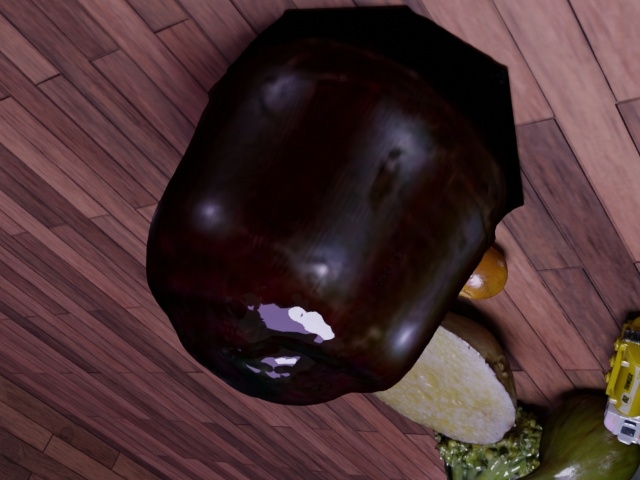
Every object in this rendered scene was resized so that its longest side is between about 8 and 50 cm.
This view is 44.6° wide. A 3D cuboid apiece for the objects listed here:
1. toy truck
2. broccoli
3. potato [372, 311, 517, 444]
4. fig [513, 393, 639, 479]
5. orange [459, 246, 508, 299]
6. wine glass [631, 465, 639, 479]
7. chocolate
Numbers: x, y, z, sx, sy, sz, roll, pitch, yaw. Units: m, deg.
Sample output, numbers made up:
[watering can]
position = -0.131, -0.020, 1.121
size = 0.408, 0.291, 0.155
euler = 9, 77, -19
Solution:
[toy truck]
position = 0.444, 0.192, 1.049
size = 0.114, 0.098, 0.227
euler = 13, 145, 21
[broccoli]
position = 0.307, 0.384, 1.288
size = 0.180, 0.273, 0.242
euler = -23, 112, 25
[potato]
position = 0.169, 0.166, 1.161
size = 0.299, 0.116, 0.239
euler = 27, 144, 14
[fig]
position = 0.357, 0.317, 1.159
size = 0.259, 0.151, 0.151
euler = -7, 161, -29
[orange]
position = 0.197, 0.038, 0.991
size = 0.083, 0.070, 0.083
euler = 27, 162, 9
[wine glass]
position = 0.615, 0.454, 1.218
size = 0.323, 0.238, 0.238
euler = 26, 149, -22
[chocolate]
position = 0.000, 0.000, 0.818
size = 0.384, 0.331, 0.383
euler = 15, 145, 11
